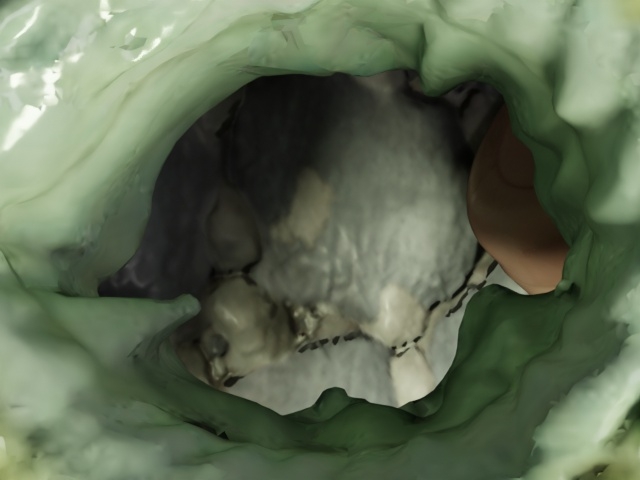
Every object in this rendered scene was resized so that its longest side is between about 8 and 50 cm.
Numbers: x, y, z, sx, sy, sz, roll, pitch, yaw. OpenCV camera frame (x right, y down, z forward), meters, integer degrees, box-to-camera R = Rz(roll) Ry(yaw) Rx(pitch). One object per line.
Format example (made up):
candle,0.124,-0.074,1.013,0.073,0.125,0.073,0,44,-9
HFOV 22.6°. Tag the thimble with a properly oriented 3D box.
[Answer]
thimble,0.000,0.000,0.512,0.288,0.167,0.254,-18,86,5

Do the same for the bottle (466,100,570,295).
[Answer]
bottle,0.215,0.023,0.716,0.297,0.206,0.173,41,83,-19
